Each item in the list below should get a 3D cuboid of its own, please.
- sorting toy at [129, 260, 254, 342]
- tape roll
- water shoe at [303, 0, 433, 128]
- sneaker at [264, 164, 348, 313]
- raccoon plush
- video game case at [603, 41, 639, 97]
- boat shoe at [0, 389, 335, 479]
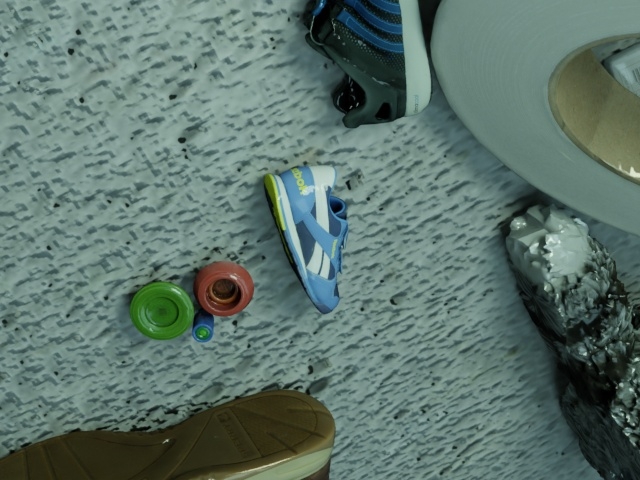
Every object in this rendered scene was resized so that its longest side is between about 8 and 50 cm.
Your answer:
[{"bbox_3d":[-0.102,0.047,0.977,0.102,0.042,0.061,-15,113,3],"label":"sorting toy"},{"bbox_3d":[0.266,-0.104,0.823,0.392,0.392,0.072,42,63,-38],"label":"tape roll"},{"bbox_3d":[0.026,-0.163,0.855,0.080,0.073,0.203,-21,128,-3],"label":"water shoe"},{"bbox_3d":[0.000,0.000,0.972,0.059,0.053,0.144,-23,130,-9],"label":"sneaker"},{"bbox_3d":[0.389,0.098,1.119,0.299,0.216,0.446,-33,130,-8],"label":"raccoon plush"},{"bbox_3d":[0.362,-0.114,1.016,0.201,0.023,0.183,-26,110,1],"label":"video game case"},{"bbox_3d":[-0.148,0.232,1.035,0.342,0.123,0.123,-15,127,-20],"label":"boat shoe"}]
